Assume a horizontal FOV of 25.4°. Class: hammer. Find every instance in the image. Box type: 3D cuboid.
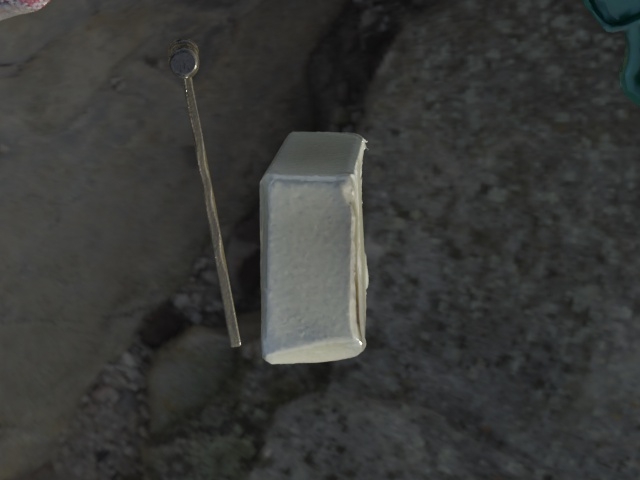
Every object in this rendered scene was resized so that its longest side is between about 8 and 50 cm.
[{"bbox_3d":[-0.102,-0.038,1.300,0.029,0.058,0.292,-9,108,-1],"label":"hammer"}]

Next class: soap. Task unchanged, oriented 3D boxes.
[{"bbox_3d":[0.000,0.000,0.931,0.063,0.183,0.121,0,102,4],"label":"soap"}]

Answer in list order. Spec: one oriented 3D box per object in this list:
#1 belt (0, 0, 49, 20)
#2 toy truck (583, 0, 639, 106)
[{"bbox_3d":[-0.300,-0.185,1.136,0.071,0.232,0.053,-48,118,-50],"label":"belt"},{"bbox_3d":[0.250,-0.103,0.382,0.363,0.176,0.178,-23,101,29],"label":"toy truck"}]
